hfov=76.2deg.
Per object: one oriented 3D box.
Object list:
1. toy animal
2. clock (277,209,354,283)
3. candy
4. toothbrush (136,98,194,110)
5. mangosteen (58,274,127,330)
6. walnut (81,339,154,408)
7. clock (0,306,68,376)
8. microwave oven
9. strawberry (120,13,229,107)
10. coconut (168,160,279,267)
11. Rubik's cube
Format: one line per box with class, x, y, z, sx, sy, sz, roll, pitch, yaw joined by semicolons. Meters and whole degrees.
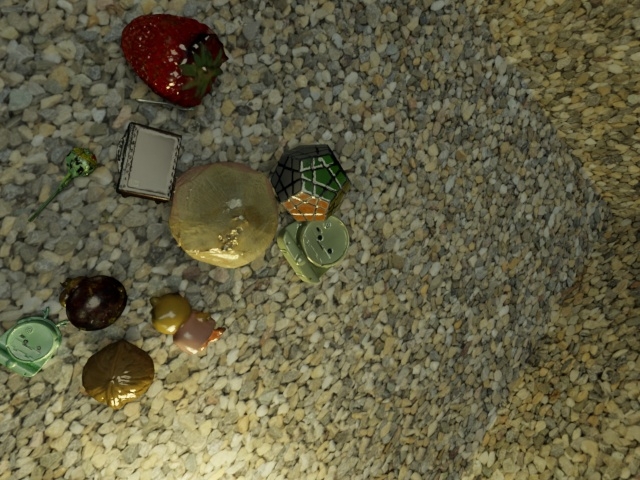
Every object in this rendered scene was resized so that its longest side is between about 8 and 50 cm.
toy animal;-0.504;0.297;1.481;0.195;0.169;0.281;-36;105;17
clock;0.000;0.000;1.722;0.324;0.109;0.265;-39;105;-19
candy;-0.869;-0.184;1.359;0.305;0.083;0.091;-50;146;-7
toothbrush;-0.570;-0.501;1.508;0.204;0.017;0.022;1;101;-24
mangosteen;-0.768;0.194;1.365;0.217;0.192;0.192;32;77;11
walnut;-0.677;0.448;1.373;0.228;0.228;0.227;-1;92;-24
clock;-0.941;0.323;1.338;0.159;0.066;0.210;42;75;-20
microwave oven;-0.601;-0.262;1.412;0.188;0.178;0.247;9;87;-24
strawberry;-0.497;-0.632;1.419;0.292;0.291;0.310;-41;62;-18
coconut;-0.334;-0.090;1.435;0.405;0.405;0.403;-1;92;-24
Rubik's cube;-0.034;-0.228;1.609;0.264;0.319;0.318;-31;105;10
